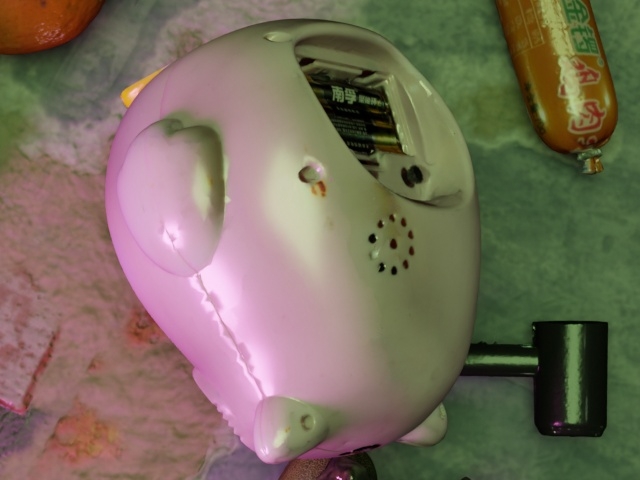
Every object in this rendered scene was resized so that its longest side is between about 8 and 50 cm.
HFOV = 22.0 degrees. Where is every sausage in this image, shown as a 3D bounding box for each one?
[{"bbox_3d":[0.223,-0.214,1.613,0.093,0.093,0.312,-15,83,-1],"label":"sausage"}]

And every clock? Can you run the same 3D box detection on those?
[{"bbox_3d":[0.000,0.000,1.451,0.250,0.368,0.376,-27,72,33],"label":"clock"}]

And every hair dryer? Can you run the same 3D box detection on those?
[{"bbox_3d":[0.152,0.131,1.587,0.248,0.070,0.114,0,83,4],"label":"hair dryer"}]

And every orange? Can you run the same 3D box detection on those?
[{"bbox_3d":[-0.303,-0.290,1.588,0.224,0.170,0.224,0,85,1],"label":"orange"}]

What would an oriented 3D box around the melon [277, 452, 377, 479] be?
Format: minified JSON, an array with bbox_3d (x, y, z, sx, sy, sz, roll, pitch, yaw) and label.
[{"bbox_3d":[-0.005,0.264,1.553,0.099,0.099,0.162,24,89,3],"label":"melon"}]

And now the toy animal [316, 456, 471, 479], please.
[{"bbox_3d":[0.098,0.289,1.500,0.343,0.106,0.168,28,82,-20],"label":"toy animal"}]
